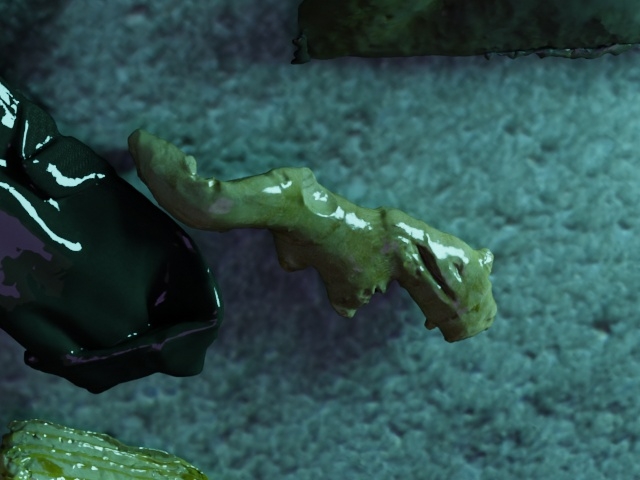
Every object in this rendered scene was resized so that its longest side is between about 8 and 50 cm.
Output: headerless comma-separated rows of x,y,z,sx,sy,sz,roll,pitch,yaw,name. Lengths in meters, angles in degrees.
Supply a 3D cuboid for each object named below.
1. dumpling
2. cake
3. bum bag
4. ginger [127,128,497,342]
0.147,-0.179,0.912,0.332,0.086,0.166,-5,150,-12,dumpling
-0.155,0.194,1.047,0.185,0.080,0.116,10,127,-29,cake
-0.195,-0.011,0.921,0.142,0.080,0.326,-45,114,6,bum bag
0.000,0.000,0.981,0.288,0.075,0.089,20,115,-26,ginger
